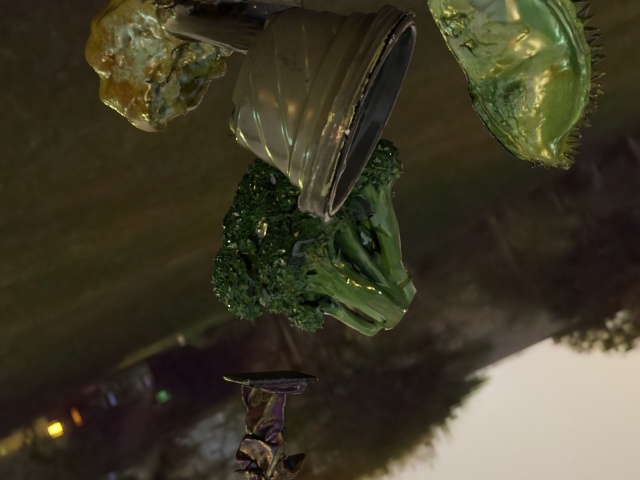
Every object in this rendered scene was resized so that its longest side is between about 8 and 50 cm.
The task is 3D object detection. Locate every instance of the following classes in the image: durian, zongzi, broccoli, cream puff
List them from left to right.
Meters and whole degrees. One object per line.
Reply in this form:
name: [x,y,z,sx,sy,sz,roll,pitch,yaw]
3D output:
cream puff: [-0.203,-0.262,1.849,0.221,0.195,0.194,-47,166,27]
zongzi: [-0.085,-0.223,1.557,0.094,0.204,0.205,-13,-167,46]
broccoli: [0.000,0.000,1.805,0.308,0.275,0.308,-44,-173,7]
durian: [0.293,-0.281,1.999,0.198,0.394,0.163,-23,-166,-8]

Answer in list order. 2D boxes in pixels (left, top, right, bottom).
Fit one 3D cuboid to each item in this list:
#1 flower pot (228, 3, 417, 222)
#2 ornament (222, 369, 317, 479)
flower pot: [-0.005,-0.146,1.403,0.235,0.140,0.235,22,90,-81]
ornament: [-0.056,0.234,1.467,0.088,0.203,0.081,-3,-172,-20]
